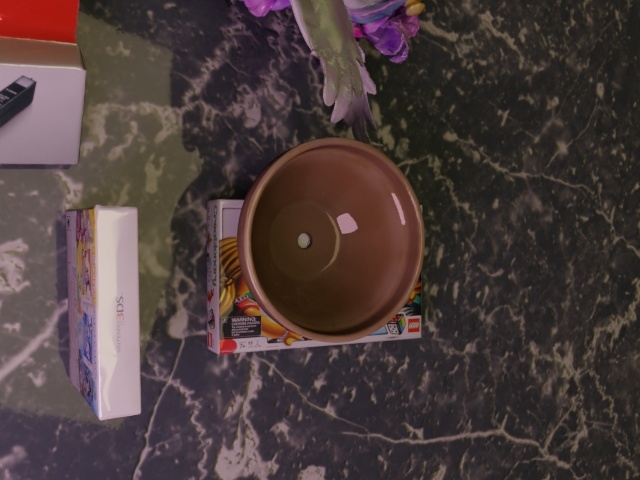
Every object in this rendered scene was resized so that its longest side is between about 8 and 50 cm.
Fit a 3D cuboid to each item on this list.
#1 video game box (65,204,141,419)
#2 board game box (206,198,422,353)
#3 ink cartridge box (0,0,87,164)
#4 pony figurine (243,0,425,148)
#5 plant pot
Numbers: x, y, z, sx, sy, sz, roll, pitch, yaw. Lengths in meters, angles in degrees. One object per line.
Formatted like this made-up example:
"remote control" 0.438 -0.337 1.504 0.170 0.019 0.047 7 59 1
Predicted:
"video game box" -0.235 0.066 0.714 0.048 0.187 0.205 -1 92 -27
"board game box" 0.000 0.044 0.906 0.305 0.053 0.193 -1 91 -27
"ink cartridge box" -0.367 -0.181 0.634 0.275 0.239 0.060 -3 48 -27
"pony figurine" 0.041 -0.314 0.797 0.363 0.303 0.351 -27 81 4
"plant pot" 0.000 0.000 0.815 0.237 0.110 0.237 1 89 -27
